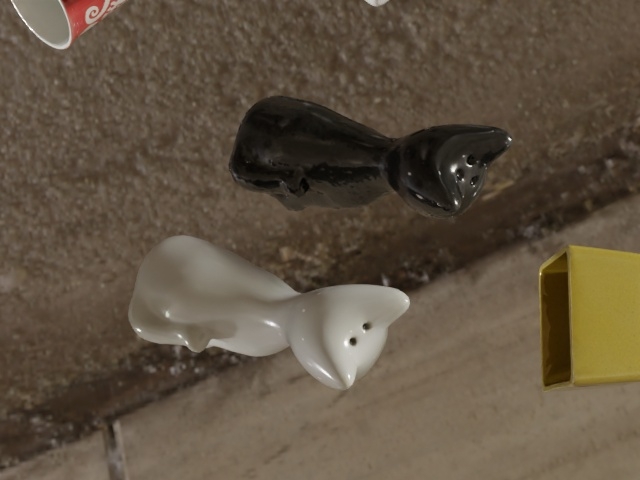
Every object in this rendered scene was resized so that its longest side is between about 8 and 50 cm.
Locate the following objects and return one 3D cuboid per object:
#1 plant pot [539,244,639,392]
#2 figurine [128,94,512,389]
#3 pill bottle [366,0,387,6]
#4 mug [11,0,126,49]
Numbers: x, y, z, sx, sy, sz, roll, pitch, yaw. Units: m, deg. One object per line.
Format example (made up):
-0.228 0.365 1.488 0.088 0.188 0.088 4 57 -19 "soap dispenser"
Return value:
0.181 0.049 0.633 0.083 0.081 0.081 1 169 1 "plant pot"
0.000 0.000 0.701 0.209 0.215 0.092 8 148 46 "figurine"
0.019 -0.428 1.363 0.136 0.245 0.136 -50 174 -7 "pill bottle"
-0.243 -0.299 1.188 0.169 0.150 0.113 -42 147 -30 "mug"
